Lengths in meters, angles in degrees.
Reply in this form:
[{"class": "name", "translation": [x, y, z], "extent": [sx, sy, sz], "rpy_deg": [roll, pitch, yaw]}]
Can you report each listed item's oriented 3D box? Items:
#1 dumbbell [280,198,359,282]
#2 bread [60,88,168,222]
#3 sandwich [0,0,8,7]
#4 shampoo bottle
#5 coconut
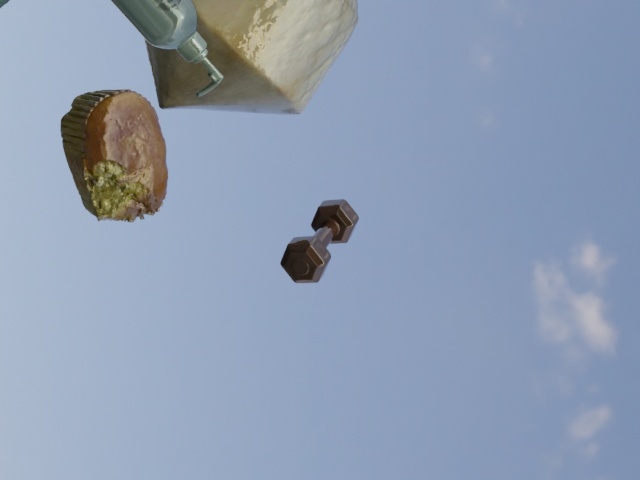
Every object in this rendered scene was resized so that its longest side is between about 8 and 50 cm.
[{"class": "dumbbell", "translation": [0.000, 0.000, 2.388], "extent": [0.082, 0.231, 0.092], "rpy_deg": [-35, -80, 31]}, {"class": "bread", "translation": [-0.374, -0.157, 2.327], "extent": [0.133, 0.179, 0.250], "rpy_deg": [15, -66, 49]}, {"class": "sandwich", "translation": [-0.385, -0.271, 1.278], "extent": [0.109, 0.185, 0.160], "rpy_deg": [44, 2, -2]}, {"class": "shampoo bottle", "translation": [-0.150, -0.213, 1.114], "extent": [0.195, 0.056, 0.056], "rpy_deg": [47, -24, -22]}, {"class": "coconut", "translation": [-0.115, -0.304, 1.717], "extent": [0.329, 0.329, 0.328], "rpy_deg": [10, -78, 57]}]
